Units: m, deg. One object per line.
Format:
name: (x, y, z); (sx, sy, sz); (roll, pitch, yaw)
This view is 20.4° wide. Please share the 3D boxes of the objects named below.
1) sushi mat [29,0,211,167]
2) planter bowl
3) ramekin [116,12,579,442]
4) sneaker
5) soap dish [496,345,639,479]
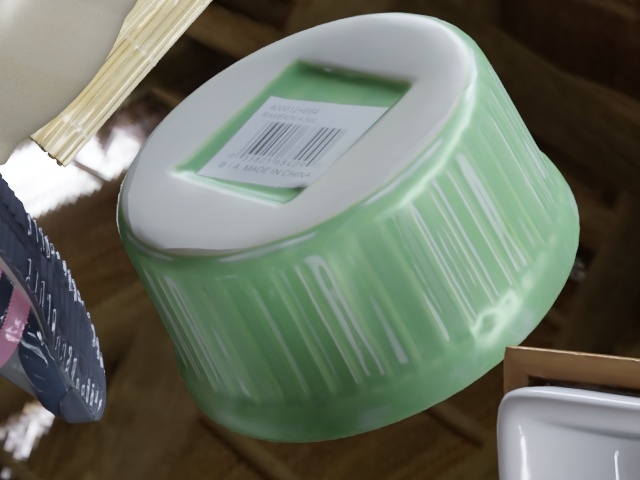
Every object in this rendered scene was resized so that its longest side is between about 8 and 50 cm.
sushi mat: (-0.112, -0.206, 1.105); (0.316, 0.151, 0.019); (-51, -148, -19)
planter bowl: (-0.183, -0.102, 0.876); (0.162, 0.162, 0.109); (27, -82, 47)
ramekin: (0.010, -0.022, 1.215); (0.303, 0.148, 0.303); (-20, -147, 14)
sneaker: (-0.280, 0.036, 1.395); (0.131, 0.319, 0.112); (-20, -144, 12)
soap dish: (0.236, 0.172, 0.929); (0.290, 0.118, 0.229); (4, -76, 38)
